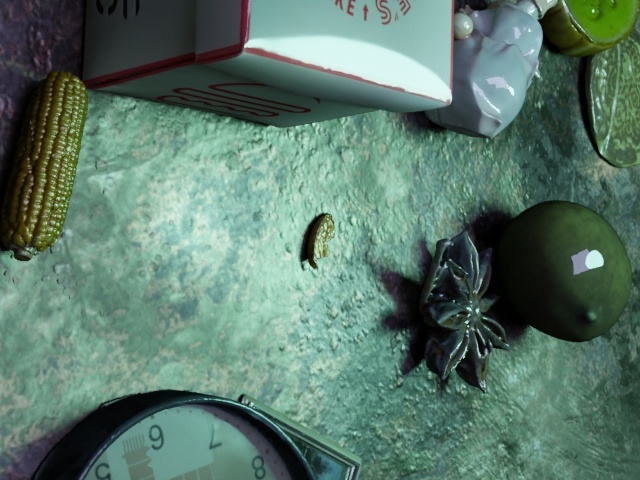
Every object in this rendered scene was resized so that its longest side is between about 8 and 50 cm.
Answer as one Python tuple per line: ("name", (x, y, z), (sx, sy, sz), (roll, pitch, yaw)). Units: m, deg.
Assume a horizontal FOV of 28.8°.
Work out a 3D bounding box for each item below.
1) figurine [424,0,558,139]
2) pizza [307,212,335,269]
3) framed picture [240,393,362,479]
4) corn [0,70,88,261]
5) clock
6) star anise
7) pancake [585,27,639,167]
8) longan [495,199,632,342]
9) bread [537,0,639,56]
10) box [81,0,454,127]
("figurine", (0.249, -0.257, 1.787), (0.276, 0.133, 0.200), (-60, 142, -28))
("pizza", (0.000, 0.000, 1.605), (0.037, 0.016, 0.083), (35, 59, -35))
("framed picture", (-0.056, 0.365, 1.516), (0.232, 0.019, 0.296), (34, 64, -37))
("corn", (-0.286, -0.079, 1.297), (0.068, 0.068, 0.207), (24, 71, -41))
("clock", (-0.149, 0.353, 1.368), (0.386, 0.076, 0.386), (7, 79, -39))
("star anise", (0.191, 0.089, 1.737), (0.262, 0.081, 0.230), (54, 53, -41))
("pancake", (0.522, -0.246, 2.122), (0.250, 0.031, 0.250), (5, 83, -43))
("longan", (0.356, 0.042, 1.829), (0.220, 0.196, 0.197), (45, 57, -26))
("bread", (0.421, -0.412, 1.999), (0.236, 0.070, 0.236), (9, 76, -38))
("box", (-0.057, -0.305, 1.376), (0.312, 0.300, 0.314), (7, 82, -44))
